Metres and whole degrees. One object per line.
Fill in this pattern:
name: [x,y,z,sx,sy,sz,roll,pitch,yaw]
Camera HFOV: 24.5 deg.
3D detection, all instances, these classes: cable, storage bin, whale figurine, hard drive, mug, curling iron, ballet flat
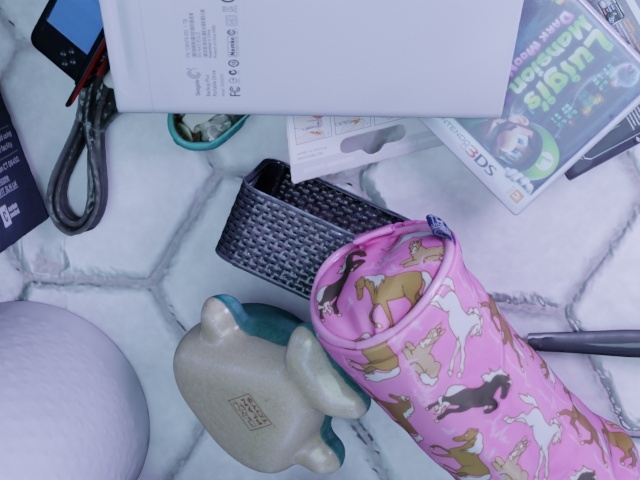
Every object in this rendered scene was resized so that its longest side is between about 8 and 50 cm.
cable: [-0.233,-0.139,1.508,0.139,0.072,0.287,35,110,5]
storage bin: [0.000,0.000,1.471,0.180,0.122,0.084,25,109,4]
whale figurine: [-0.031,0.130,1.466,0.216,0.141,0.272,54,149,-6]
hard drive: [-0.008,-0.191,1.270,0.353,0.047,0.233,1,147,0]
mug: [-0.313,0.266,1.507,0.374,0.328,0.276,31,110,2]
curling iron: [0.344,0.117,1.477,0.274,0.035,0.068,6,107,10]
ballet flat: [-0.063,-0.175,1.453,0.083,0.087,0.247,43,109,-2]

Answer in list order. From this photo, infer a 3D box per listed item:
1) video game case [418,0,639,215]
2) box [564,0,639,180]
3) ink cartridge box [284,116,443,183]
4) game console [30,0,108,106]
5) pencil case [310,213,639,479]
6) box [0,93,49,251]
video game case: [0.191,-0.146,1.381,0.173,0.022,0.190,45,110,-3]
box: [0.260,-0.200,1.392,0.183,0.056,0.231,-29,98,18]
ink cartridge box: [0.036,-0.183,1.416,0.181,0.056,0.225,-15,123,-15]
game console: [-0.229,-0.218,1.414,0.124,0.085,0.144,40,110,19]
pencil case: [0.155,0.144,1.394,0.167,0.160,0.386,-51,122,-14]
box: [-0.606,-0.137,1.470,0.480,0.297,0.472,-15,104,16]
